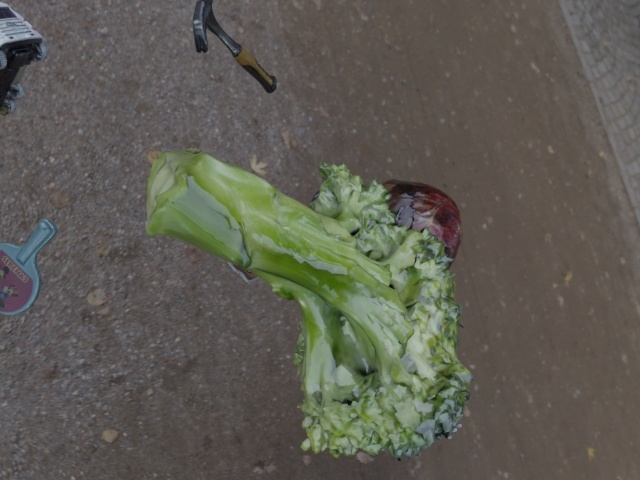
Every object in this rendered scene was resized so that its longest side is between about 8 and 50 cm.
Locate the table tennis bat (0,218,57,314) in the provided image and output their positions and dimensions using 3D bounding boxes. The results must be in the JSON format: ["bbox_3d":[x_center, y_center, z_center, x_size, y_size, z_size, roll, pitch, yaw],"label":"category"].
[{"bbox_3d":[-0.642,0.053,1.069,0.153,0.244,0.040,44,11,4],"label":"table tennis bat"}]

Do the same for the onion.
[{"bbox_3d":[0.124,0.005,0.863,0.190,0.246,0.246,31,58,-14],"label":"onion"}]

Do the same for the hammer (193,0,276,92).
[{"bbox_3d":[-0.115,-0.261,0.706,0.201,0.021,0.078,31,72,-65],"label":"hammer"}]

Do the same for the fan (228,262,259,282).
[{"bbox_3d":[-0.196,0.084,1.563,0.220,0.009,0.132,43,52,-24],"label":"fan"}]

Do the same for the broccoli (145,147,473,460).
[{"bbox_3d":[0.011,0.073,0.545,0.353,0.275,0.397,44,11,21],"label":"broccoli"}]

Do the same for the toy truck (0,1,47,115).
[{"bbox_3d":[-0.548,-0.278,0.803,0.114,0.227,0.098,50,33,-10],"label":"toy truck"}]

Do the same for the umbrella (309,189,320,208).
[{"bbox_3d":[0.000,0.000,1.181,0.326,0.090,0.094,-85,152,-45],"label":"umbrella"}]
